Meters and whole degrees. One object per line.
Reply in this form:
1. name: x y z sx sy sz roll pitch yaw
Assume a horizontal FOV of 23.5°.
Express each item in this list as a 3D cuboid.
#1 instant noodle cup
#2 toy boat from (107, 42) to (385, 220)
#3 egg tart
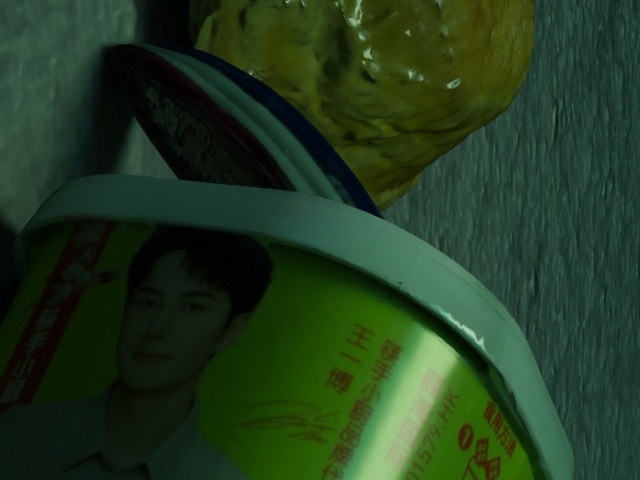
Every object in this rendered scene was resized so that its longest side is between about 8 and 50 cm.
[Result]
1. instant noodle cup: -0.065 0.171 0.673 0.307 0.294 0.294 -63 145 -30
2. toy boat: -0.045 -0.042 0.780 0.046 0.229 0.080 7 122 -46
3. egg tart: 0.049 -0.184 0.992 0.351 0.153 0.339 58 38 -49
